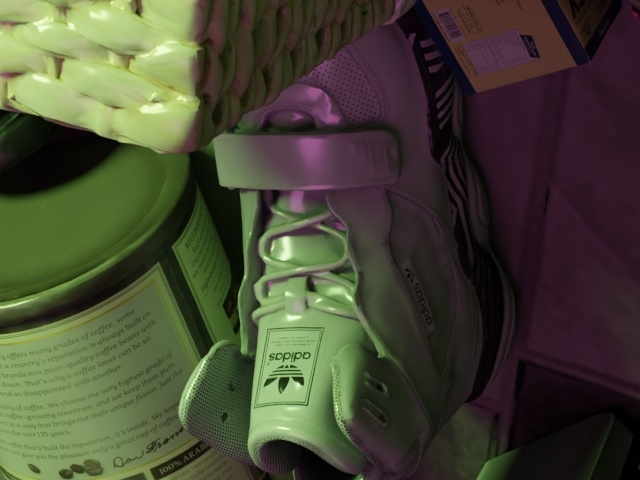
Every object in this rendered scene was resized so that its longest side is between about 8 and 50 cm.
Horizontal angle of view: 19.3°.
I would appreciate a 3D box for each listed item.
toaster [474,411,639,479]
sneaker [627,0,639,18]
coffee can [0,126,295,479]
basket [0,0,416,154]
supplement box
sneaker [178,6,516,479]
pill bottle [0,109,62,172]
[{"bbox_3d":[0.182,0.223,1.258,0.168,0.110,0.185,45,136,-12],"label":"toaster"},{"bbox_3d":[0.193,-0.104,0.984,0.170,0.063,0.075,37,132,-12],"label":"sneaker"},{"bbox_3d":[-0.138,0.086,1.256,0.201,0.201,0.275,2,129,30],"label":"coffee can"},{"bbox_3d":[-0.121,-0.246,0.856,0.331,0.266,0.328,16,122,16],"label":"basket"},{"bbox_3d":[0.103,-0.134,1.016,0.083,0.056,0.083,-13,121,38],"label":"supplement box"},{"bbox_3d":[0.000,0.000,1.087,0.137,0.210,0.366,-1,128,31],"label":"sneaker"},{"bbox_3d":[-0.250,-0.148,1.168,0.122,0.123,0.219,-15,119,39],"label":"pill bottle"}]
